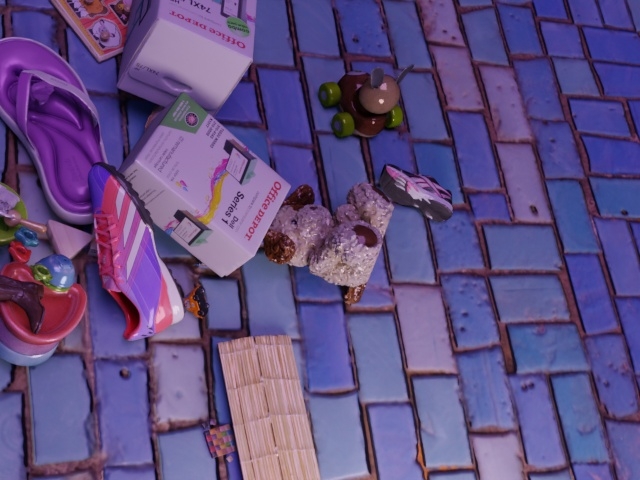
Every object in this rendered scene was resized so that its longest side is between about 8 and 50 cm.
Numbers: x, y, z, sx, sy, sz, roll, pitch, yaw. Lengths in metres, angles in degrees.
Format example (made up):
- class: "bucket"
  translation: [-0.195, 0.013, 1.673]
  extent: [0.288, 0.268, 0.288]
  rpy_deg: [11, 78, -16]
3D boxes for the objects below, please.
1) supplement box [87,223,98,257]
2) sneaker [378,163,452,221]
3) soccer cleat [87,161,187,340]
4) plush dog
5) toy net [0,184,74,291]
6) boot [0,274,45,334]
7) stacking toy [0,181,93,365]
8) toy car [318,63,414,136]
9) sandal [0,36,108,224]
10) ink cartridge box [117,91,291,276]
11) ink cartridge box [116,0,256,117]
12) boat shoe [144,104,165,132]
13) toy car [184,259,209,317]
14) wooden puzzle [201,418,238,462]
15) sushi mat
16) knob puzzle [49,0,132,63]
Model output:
- class: "supplement box"
  translation: [-0.386, -0.017, 1.907]
  extent: [0.062, 0.036, 0.098]
  rpy_deg: [11, 62, -18]
- class: "sneaker"
  translation: [0.203, -0.111, 2.205]
  extent: [0.178, 0.072, 0.077]
  rpy_deg: [34, 45, -15]
- class: "soccer cleat"
  translation: [-0.344, 0.021, 1.817]
  extent: [0.116, 0.108, 0.318]
  rpy_deg: [-30, 108, -30]
- class: "plush dog"
  translation: [0.000, 0.000, 2.013]
  extent: [0.225, 0.211, 0.262]
  rpy_deg: [20, 30, 2]
- class: "toy net"
  translation: [-0.502, -0.006, 1.726]
  extent: [0.232, 0.045, 0.122]
  rpy_deg: [46, 23, 12]
- class: "boot"
  translation: [-0.498, 0.096, 1.660]
  extent: [0.114, 0.037, 0.106]
  rpy_deg: [19, 33, -31]
- class: "stacking toy"
  translation: [-0.554, 0.060, 1.775]
  extent: [0.309, 0.130, 0.280]
  rpy_deg: [30, 42, -16]
- class: "toy car"
  translation: [0.112, -0.318, 2.182]
  extent: [0.155, 0.188, 0.149]
  rpy_deg: [-14, 73, -29]
- class: "sandal"
  translation: [-0.480, -0.224, 1.908]
  extent: [0.169, 0.102, 0.416]
  rpy_deg: [-24, 72, -25]
- class: "ink cartridge box"
  translation: [-0.216, -0.101, 1.926]
  extent: [0.278, 0.117, 0.201]
  rpy_deg: [40, 49, -17]
- class: "ink cartridge box"
  translation: [-0.252, -0.407, 2.015]
  extent: [0.198, 0.197, 0.270]
  rpy_deg: [21, 46, -24]
- class: "boat shoe"
  translation: [-0.309, -0.215, 2.025]
  extent: [0.063, 0.059, 0.170]
  rpy_deg: [38, 50, -22]
- class: "toy car"
  translation: [-0.224, 0.088, 1.941]
  extent: [0.040, 0.060, 0.122]
  rpy_deg: [-7, 39, 20]
- class: "wooden puzzle"
  translation: [-0.176, 0.352, 1.840]
  extent: [0.049, 0.006, 0.083]
  rpy_deg: [-12, 72, -28]
- class: "sushi mat"
  translation: [-0.090, 0.323, 1.882]
  extent: [0.151, 0.019, 0.317]
  rpy_deg: [-2, 67, -27]
- class: "knob puzzle"
  translation: [-0.418, -0.465, 2.115]
  extent: [0.213, 0.030, 0.213]
  rpy_deg: [10, 62, -19]
